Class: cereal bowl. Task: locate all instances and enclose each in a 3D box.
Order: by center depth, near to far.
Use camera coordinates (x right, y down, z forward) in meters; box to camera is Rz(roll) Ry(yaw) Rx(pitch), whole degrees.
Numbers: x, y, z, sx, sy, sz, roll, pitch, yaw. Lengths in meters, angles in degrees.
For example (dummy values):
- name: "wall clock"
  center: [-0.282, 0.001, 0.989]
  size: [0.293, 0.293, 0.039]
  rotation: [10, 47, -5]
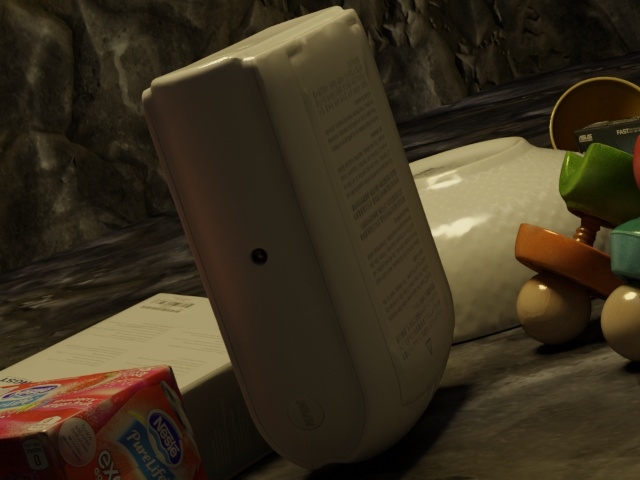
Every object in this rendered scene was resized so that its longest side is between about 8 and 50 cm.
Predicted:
- name: "cereal bowl"
  center: [0.138, -0.009, 1.643]
  size: [0.339, 0.141, 0.339]
  rotation: [-17, 9, 3]

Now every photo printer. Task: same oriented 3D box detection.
- name: "photo printer"
  center: [0.000, 0.000, 1.243]
  size: [0.107, 0.307, 0.256]
  rotation: [-15, 11, 22]

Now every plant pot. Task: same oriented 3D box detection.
- name: "plant pot"
  center: [0.340, -0.116, 2.075]
  size: [0.134, 0.134, 0.095]
  rotation: [-18, -18, -3]

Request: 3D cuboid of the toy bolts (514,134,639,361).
- name: "toy bolts"
  center: [0.265, 0.027, 1.322]
  size: [0.218, 0.158, 0.228]
  rotation: [23, -5, -3]

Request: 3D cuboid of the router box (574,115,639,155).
- name: "router box"
  center: [0.347, -0.090, 1.927]
  size: [0.038, 0.092, 0.122]
  rotation: [-22, 9, -33]

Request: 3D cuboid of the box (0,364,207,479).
- name: "box"
  center: [-0.213, 0.172, 1.185]
  size: [0.257, 0.122, 0.128]
  rotation: [-11, 10, 38]

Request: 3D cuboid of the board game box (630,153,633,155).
- name: "board game box"
  center: [0.449, -0.070, 1.612]
  size: [0.233, 0.078, 0.347]
  rotation: [-20, 8, -18]

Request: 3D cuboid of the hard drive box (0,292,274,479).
- name: "hard drive box"
  center: [-0.127, 0.123, 1.341]
  size: [0.181, 0.089, 0.232]
  rotation: [5, 19, 37]
